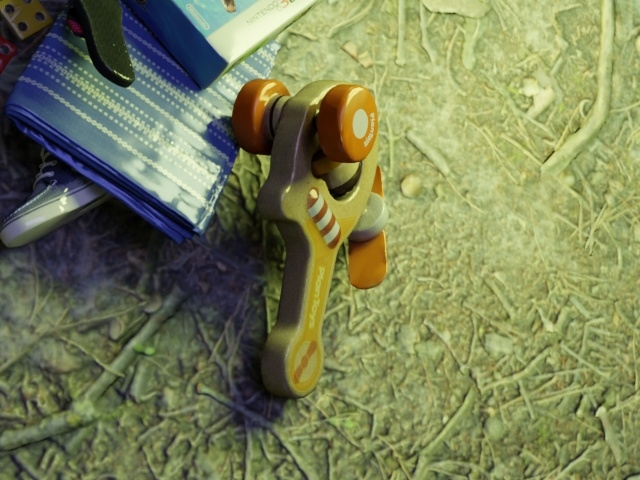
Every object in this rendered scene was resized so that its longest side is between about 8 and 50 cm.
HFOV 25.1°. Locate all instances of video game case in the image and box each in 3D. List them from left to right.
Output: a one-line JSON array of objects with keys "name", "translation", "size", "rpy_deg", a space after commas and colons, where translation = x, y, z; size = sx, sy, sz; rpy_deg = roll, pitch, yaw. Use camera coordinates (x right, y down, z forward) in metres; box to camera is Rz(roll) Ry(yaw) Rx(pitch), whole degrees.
[{"name": "video game case", "translation": [-0.139, -0.335, 1.629], "size": [0.269, 0.061, 0.244], "rpy_deg": [49, 44, -4]}]

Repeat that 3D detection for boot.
[{"name": "boot", "translation": [-0.273, -0.064, 1.485], "size": [0.190, 0.069, 0.086], "rpy_deg": [-33, 87, -45]}]

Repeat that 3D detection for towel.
[{"name": "towel", "translation": [-0.184, -0.172, 1.560], "size": [0.243, 0.040, 0.336], "rpy_deg": [35, 44, -16]}]

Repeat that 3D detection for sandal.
[{"name": "sandal", "translation": [-0.234, -0.216, 1.483], "size": [0.067, 0.040, 0.179], "rpy_deg": [24, 34, -40]}]

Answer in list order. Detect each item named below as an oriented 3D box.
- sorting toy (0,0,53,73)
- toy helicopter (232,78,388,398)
[{"name": "sorting toy", "translation": [-0.412, -0.270, 1.474], "size": [0.274, 0.046, 0.132], "rpy_deg": [34, 58, -18]}, {"name": "toy helicopter", "translation": [0.000, 0.000, 1.594], "size": [0.235, 0.140, 0.355], "rpy_deg": [19, 79, -59]}]
